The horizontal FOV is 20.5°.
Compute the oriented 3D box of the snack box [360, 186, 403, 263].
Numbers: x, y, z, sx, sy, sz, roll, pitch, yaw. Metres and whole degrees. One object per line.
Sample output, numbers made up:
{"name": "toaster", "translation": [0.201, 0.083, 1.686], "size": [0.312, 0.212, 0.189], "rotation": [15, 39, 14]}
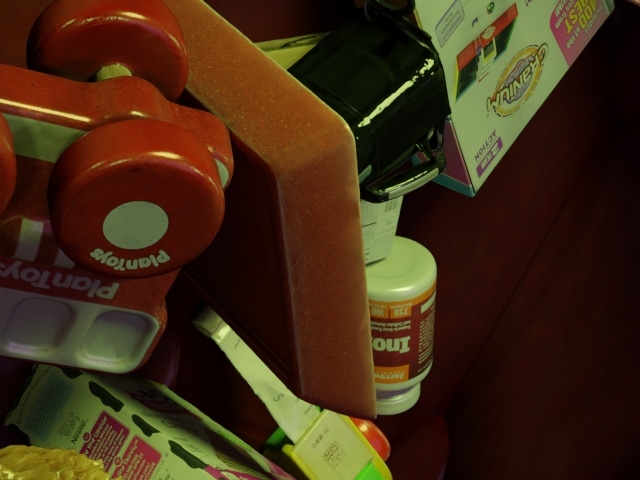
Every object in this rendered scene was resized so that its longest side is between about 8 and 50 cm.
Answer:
{"name": "snack box", "translation": [0.000, 0.000, 1.457], "size": [0.178, 0.022, 0.064], "rotation": [-17, 128, -45]}

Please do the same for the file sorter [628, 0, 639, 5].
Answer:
{"name": "file sorter", "translation": [0.235, -0.299, 1.232], "size": [0.182, 0.202, 0.291], "rotation": [-60, 162, -9]}

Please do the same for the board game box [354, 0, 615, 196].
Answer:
{"name": "board game box", "translation": [0.133, -0.224, 1.440], "size": [0.242, 0.064, 0.316], "rotation": [-52, 145, -22]}

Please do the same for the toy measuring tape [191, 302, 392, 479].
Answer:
{"name": "toy measuring tape", "translation": [-0.029, 0.160, 1.540], "size": [0.121, 0.121, 0.330], "rotation": [-47, 121, -17]}

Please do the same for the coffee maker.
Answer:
{"name": "coffee maker", "translation": [-0.002, -0.090, 1.321], "size": [0.178, 0.120, 0.171], "rotation": [-41, 128, -26]}

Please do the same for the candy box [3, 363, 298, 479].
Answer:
{"name": "candy box", "translation": [-0.100, 0.175, 1.312], "size": [0.159, 0.233, 0.071], "rotation": [26, 93, -56]}

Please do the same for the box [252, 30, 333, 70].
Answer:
{"name": "box", "translation": [-0.019, -0.070, 1.421], "size": [0.164, 0.021, 0.201], "rotation": [-15, 126, -46]}

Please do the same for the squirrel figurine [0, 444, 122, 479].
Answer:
{"name": "squirrel figurine", "translation": [-0.266, 0.288, 1.064], "size": [0.397, 0.370, 0.281], "rotation": [-57, 145, -4]}

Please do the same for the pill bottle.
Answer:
{"name": "pill bottle", "translation": [0.059, 0.078, 1.572], "size": [0.086, 0.086, 0.152], "rotation": [-32, 136, -34]}

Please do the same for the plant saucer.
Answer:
{"name": "plant saucer", "translation": [-0.059, -0.027, 1.205], "size": [0.047, 0.259, 0.258], "rotation": [-26, 135, -22]}

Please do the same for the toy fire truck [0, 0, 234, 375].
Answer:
{"name": "toy fire truck", "translation": [-0.209, -0.023, 1.072], "size": [0.302, 0.169, 0.254], "rotation": [10, 130, -26]}
